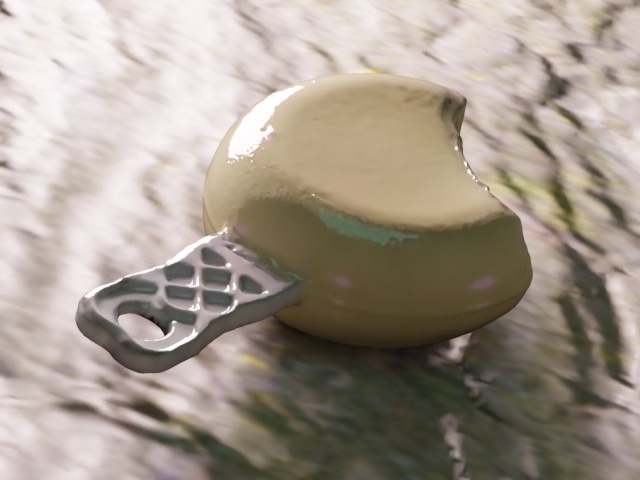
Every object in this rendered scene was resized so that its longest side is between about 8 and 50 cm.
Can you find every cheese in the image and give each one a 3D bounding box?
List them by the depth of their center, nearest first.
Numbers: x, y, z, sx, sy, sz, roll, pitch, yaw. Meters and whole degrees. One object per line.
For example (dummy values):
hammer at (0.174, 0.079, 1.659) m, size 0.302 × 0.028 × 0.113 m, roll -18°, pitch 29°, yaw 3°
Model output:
cheese at (-0.016, -0.010, 0.864) m, size 0.248 × 0.071 × 0.163 m, roll -8°, pitch 41°, yaw -31°
